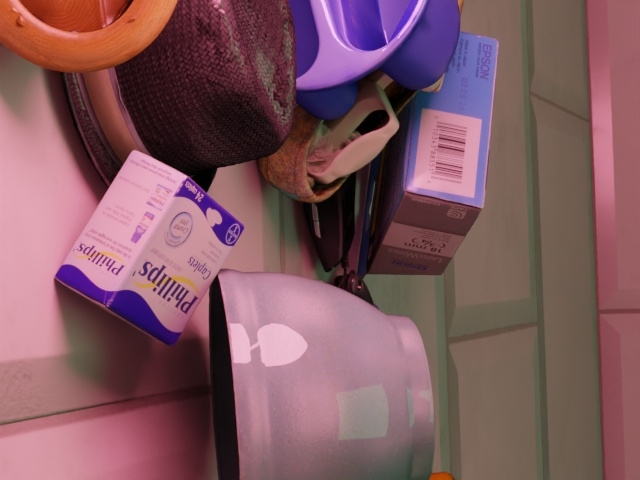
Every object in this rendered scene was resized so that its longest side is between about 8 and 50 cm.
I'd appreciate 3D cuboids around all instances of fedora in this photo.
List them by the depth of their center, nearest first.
[{"bbox_3d":[-0.208,-0.233,1.107,0.079,0.194,0.194,172,-83,-75],"label":"fedora"},{"bbox_3d":[-0.116,-0.181,1.272,0.334,0.152,0.334,-2,90,-67],"label":"fedora"}]

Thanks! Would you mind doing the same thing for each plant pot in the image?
[{"bbox_3d":[0.001,0.167,1.300,0.293,0.196,0.293,177,-90,-81],"label":"plant pot"}]

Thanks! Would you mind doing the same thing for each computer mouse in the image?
[{"bbox_3d":[0.000,0.000,1.663,0.184,0.060,0.262,-64,156,-56],"label":"computer mouse"}]

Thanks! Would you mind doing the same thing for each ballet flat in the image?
[{"bbox_3d":[0.073,-0.180,1.537,0.348,0.123,0.123,-47,151,1],"label":"ballet flat"}]

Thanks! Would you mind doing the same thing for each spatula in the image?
[{"bbox_3d":[0.057,0.094,1.761,0.296,0.030,0.084,76,26,-71],"label":"spatula"}]

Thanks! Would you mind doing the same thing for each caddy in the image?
[{"bbox_3d":[0.015,-0.302,1.447,0.179,0.241,0.341,37,40,-58],"label":"caddy"}]

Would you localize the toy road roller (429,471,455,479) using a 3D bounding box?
[{"bbox_3d":[0.115,0.412,1.697,0.329,0.202,0.240,61,17,-66],"label":"toy road roller"}]

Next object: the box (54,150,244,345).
[{"bbox_3d":[-0.152,0.010,1.206,0.137,0.072,0.126,-59,150,-8],"label":"box"}]

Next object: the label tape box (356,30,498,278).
[{"bbox_3d":[0.136,-0.091,1.738,0.333,0.106,0.240,110,-11,-66],"label":"label tape box"}]
